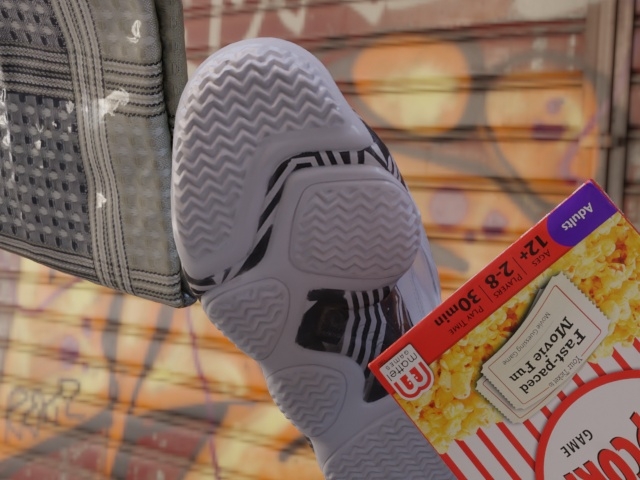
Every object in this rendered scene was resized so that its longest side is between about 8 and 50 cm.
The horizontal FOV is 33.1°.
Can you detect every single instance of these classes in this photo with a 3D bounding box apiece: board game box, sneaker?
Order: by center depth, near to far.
[{"bbox_3d":[0.141,0.090,0.528,0.147,0.193,0.045,-42,-12,14],"label":"board game box"},{"bbox_3d":[0.000,0.000,0.725,0.137,0.365,0.210,-20,36,6],"label":"sneaker"}]

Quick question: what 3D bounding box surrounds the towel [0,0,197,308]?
[{"bbox_3d":[-0.232,-0.118,0.834,0.312,0.324,0.056,18,33,30],"label":"towel"}]
